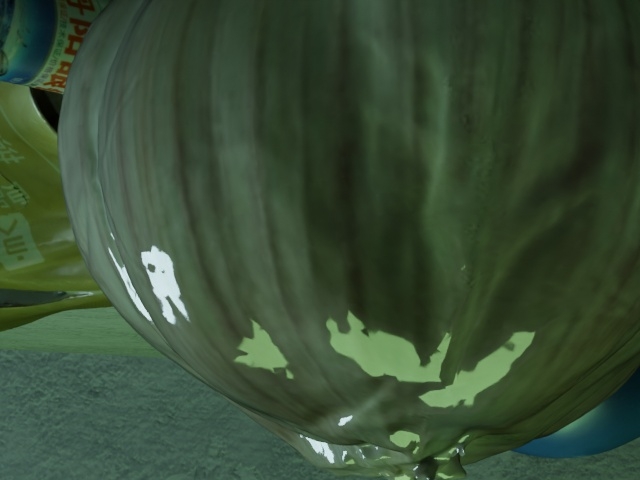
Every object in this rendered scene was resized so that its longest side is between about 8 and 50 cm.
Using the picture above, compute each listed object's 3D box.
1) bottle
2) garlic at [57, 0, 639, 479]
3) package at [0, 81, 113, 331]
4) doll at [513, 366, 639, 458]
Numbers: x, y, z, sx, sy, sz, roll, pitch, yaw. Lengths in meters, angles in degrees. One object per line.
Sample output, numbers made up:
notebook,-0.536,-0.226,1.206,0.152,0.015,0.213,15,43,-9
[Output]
bottle,-0.145,-0.108,0.866,0.217,0.060,0.060,8,169,-41
garlic,0.031,-0.023,0.734,0.317,0.259,0.317,-1,175,0
package,-0.209,-0.020,1.103,0.311,0.165,0.221,-7,168,40
doll,0.166,0.016,1.078,0.284,0.240,0.310,17,165,-2
